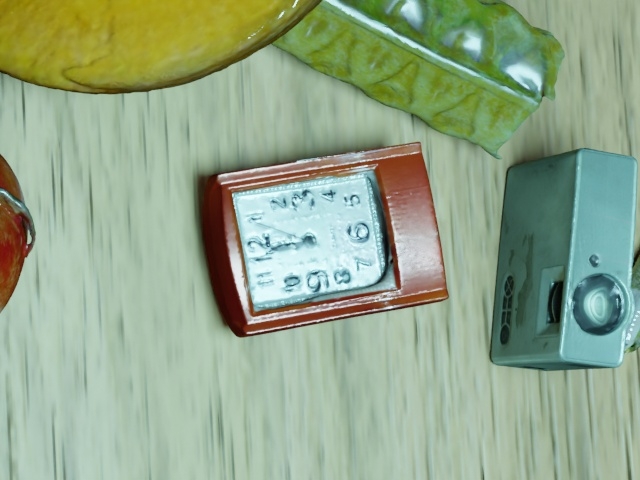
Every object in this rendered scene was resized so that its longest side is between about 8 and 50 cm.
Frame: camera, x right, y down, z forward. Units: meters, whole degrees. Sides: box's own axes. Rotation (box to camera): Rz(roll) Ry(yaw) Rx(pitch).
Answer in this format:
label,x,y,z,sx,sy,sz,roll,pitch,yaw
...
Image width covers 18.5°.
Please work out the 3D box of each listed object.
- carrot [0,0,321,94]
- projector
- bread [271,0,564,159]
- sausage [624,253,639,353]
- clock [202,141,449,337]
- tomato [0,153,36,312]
label,x,y,z,sx,sy,sz,roll,pitch,yaw
carrot,-0.111,-0.217,1.261,0.307,0.100,0.258,-28,75,3
projector,0.174,0.016,1.377,0.061,0.115,0.147,8,83,-18
bread,0.038,-0.156,1.358,0.269,0.098,0.087,26,38,-16
sausage,0.273,-0.026,1.462,0.033,0.033,0.269,32,75,-15
clock,0.000,0.000,1.346,0.155,0.061,0.113,-9,88,-17
tomato,-0.269,-0.016,1.204,0.187,0.151,0.187,35,34,-28
